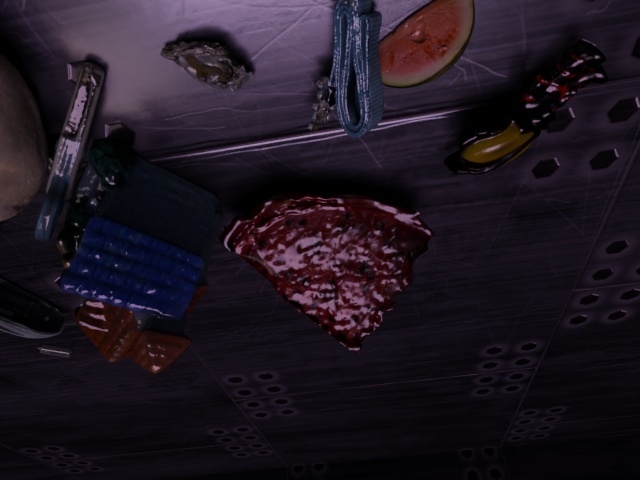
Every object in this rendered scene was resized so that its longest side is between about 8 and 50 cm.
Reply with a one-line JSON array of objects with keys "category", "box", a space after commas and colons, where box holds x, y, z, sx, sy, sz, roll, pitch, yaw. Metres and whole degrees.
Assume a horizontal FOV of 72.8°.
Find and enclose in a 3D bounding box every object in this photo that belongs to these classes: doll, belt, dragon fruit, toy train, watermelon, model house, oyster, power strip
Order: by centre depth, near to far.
[{"category": "belt", "box": [0.035, -0.233, 0.585, 0.100, 0.065, 0.179, 17, 128, 26]}, {"category": "watermelon", "box": [0.148, -0.254, 0.591, 0.163, 0.086, 0.069, -27, 170, 27]}, {"category": "oyster", "box": [-0.150, -0.242, 0.599, 0.098, 0.037, 0.100, -3, 163, 27]}, {"category": "doll", "box": [0.296, -0.179, 0.649, 0.249, 0.088, 0.127, -36, 129, 26]}, {"category": "model house", "box": [-0.320, 0.074, 0.714, 0.252, 0.329, 0.295, 24, 130, -31]}, {"category": "dragon fruit", "box": [0.000, -0.002, 0.831, 0.329, 0.228, 0.286, 32, 97, -8]}, {"category": "toy train", "box": [-0.738, 0.106, 0.899, 0.088, 0.086, 0.407, -21, 135, 24]}, {"category": "power strip", "box": [-0.713, 0.296, 1.164, 0.083, 0.017, 0.027, 17, 133, -23]}]

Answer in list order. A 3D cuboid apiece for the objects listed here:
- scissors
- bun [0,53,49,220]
[{"category": "scissors", "box": [-0.378, -0.132, 0.655, 0.041, 0.138, 0.289, 19, 119, -24]}, {"category": "bun", "box": [-0.562, -0.137, 0.545, 0.365, 0.219, 0.365, -4, 136, -4]}]
